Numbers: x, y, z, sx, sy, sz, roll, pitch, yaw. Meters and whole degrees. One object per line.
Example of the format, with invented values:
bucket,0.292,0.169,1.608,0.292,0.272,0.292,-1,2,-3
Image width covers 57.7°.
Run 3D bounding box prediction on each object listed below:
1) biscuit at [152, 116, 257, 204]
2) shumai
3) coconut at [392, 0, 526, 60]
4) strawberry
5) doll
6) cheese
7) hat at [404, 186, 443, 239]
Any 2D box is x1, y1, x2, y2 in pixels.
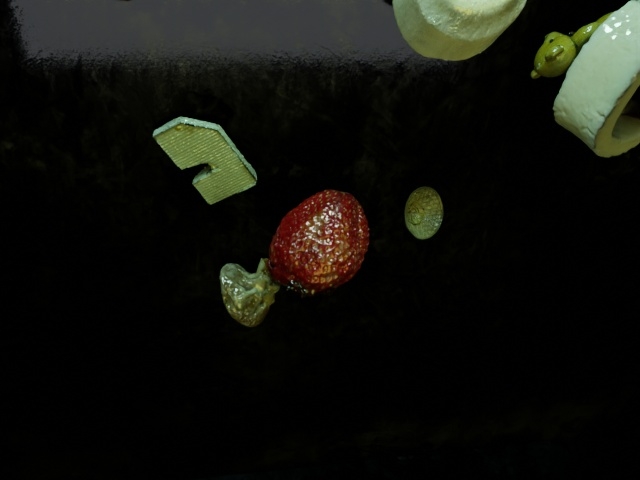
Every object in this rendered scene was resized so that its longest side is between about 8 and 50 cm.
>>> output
biscuit,-0.274,-0.199,1.400,0.147,0.046,0.250,-25,133,14
shumai,-0.186,0.142,1.660,0.152,0.161,0.210,-22,115,13
coconut,0.265,-0.478,1.130,0.237,0.266,0.238,0,91,-9
strawberry,0.000,0.000,1.535,0.238,0.250,0.289,23,106,11
doll,0.578,-0.452,1.327,0.209,0.097,0.137,-30,165,-4
cheese,0.705,-0.366,1.321,0.292,0.153,0.332,-14,141,-29
hat,0.268,-0.078,1.618,0.145,0.067,0.146,-4,97,-33
